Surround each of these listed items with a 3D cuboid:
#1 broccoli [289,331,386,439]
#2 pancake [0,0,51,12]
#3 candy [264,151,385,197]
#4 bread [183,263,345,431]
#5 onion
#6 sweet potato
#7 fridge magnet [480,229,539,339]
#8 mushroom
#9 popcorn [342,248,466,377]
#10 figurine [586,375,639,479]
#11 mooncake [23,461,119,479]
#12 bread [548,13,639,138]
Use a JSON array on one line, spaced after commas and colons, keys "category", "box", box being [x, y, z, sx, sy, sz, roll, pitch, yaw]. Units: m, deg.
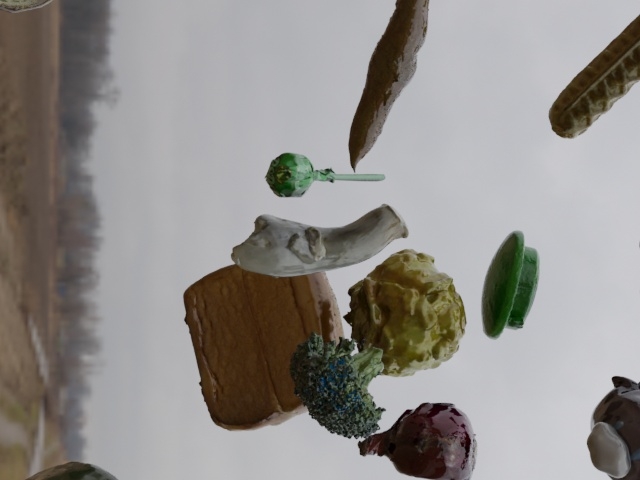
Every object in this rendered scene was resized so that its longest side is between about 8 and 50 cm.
[{"category": "broccoli", "box": [0.038, 0.217, 1.901, 0.167, 0.160, 0.154, 22, -57, 43]}, {"category": "pancake", "box": [-0.498, -0.481, 2.096, 0.029, 0.212, 0.235, 56, -7, 27]}, {"category": "candy", "box": [0.020, -0.134, 2.547, 0.097, 0.323, 0.097, 2, -87, 45]}, {"category": "bread", "box": [-0.092, 0.191, 2.428, 0.148, 0.328, 0.337, 10, 58, -59]}, {"category": "onion", "box": [0.166, 0.329, 2.048, 0.173, 0.198, 0.135, 84, 20, -76]}, {"category": "sweet potato", "box": [0.089, -0.215, 1.577, 0.067, 0.067, 0.273, -114, -139, -64]}, {"category": "fridge magnet", "box": [0.346, 0.083, 2.265, 0.208, 0.088, 0.208, 13, 90, -90]}, {"category": "mushroom", "box": [-0.001, 0.002, 1.897, 0.099, 0.278, 0.096, 90, -8, -59]}, {"category": "popcorn", "box": [0.138, 0.136, 2.226, 0.266, 0.192, 0.233, 9, -71, 49]}, {"category": "figurine", "box": [0.633, 0.304, 2.085, 0.218, 0.365, 0.206, 58, 9, -19]}, {"category": "mooncake", "box": [-0.314, 0.464, 1.520, 0.356, 0.194, 0.356, 22, -58, 41]}, {"category": "bread", "box": [0.537, -0.315, 2.153, 0.367, 0.077, 0.084, -46, -139, 30]}]
